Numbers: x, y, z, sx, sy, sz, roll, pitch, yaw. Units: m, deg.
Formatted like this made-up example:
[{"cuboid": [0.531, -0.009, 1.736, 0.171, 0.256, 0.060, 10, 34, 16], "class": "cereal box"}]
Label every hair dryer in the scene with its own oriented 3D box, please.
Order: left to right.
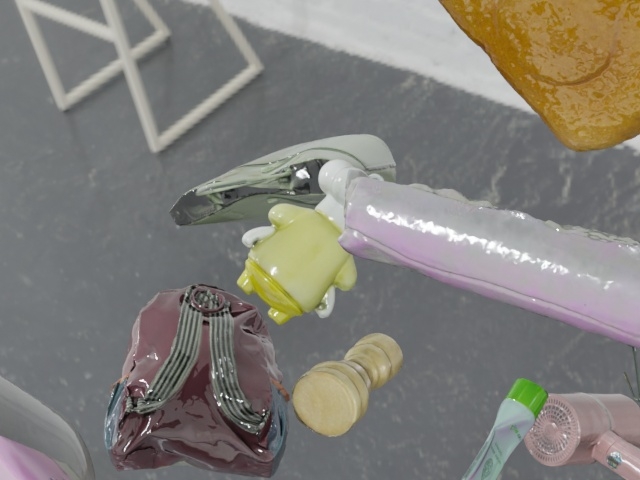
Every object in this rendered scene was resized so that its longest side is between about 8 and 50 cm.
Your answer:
[{"cuboid": [0.532, 0.375, 1.722, 0.210, 0.125, 0.352, 7, 18, -39], "class": "hair dryer"}]

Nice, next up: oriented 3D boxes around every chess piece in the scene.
[{"cuboid": [0.029, 0.127, 0.950, 0.066, 0.066, 0.122, 12, 22, 24], "class": "chess piece"}]

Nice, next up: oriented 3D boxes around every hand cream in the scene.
[{"cuboid": [0.210, 0.301, 1.331, 0.275, 0.079, 0.050, -54, 23, -22], "class": "hand cream"}]

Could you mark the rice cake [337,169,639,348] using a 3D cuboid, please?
[{"cuboid": [0.131, 0.020, 0.509, 0.270, 0.055, 0.049, 20, 7, 14], "class": "rice cake"}]

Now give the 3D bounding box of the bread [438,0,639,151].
[{"cuboid": [0.204, -0.197, 0.832, 0.174, 0.245, 0.121, -34, 12, 40], "class": "bread"}]

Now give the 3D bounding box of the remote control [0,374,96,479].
[{"cuboid": [-0.350, 0.255, 1.075, 0.104, 0.332, 0.221, -10, 53, 24], "class": "remote control"}]

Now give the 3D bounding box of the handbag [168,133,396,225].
[{"cuboid": [-0.045, -0.057, 1.267, 0.241, 0.109, 0.315, -12, 6, 25], "class": "handbag"}]

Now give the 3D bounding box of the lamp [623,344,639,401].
[{"cuboid": [0.427, 0.159, 1.386, 0.041, 0.121, 0.054, -6, 38, 17], "class": "lamp"}]

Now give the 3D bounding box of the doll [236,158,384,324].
[{"cuboid": [0.000, 0.000, 0.925, 0.162, 0.106, 0.062, -45, 8, -6], "class": "doll"}]

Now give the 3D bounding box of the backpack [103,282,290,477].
[{"cuboid": [-0.188, 0.211, 1.630, 0.283, 0.197, 0.317, 6, 56, -6], "class": "backpack"}]

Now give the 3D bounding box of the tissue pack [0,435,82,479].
[{"cuboid": [-0.224, 0.258, 0.622, 0.149, 0.092, 0.246, 30, 83, 41], "class": "tissue pack"}]
